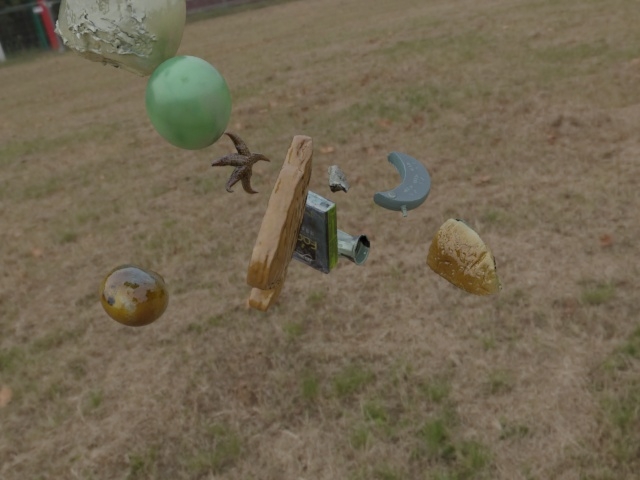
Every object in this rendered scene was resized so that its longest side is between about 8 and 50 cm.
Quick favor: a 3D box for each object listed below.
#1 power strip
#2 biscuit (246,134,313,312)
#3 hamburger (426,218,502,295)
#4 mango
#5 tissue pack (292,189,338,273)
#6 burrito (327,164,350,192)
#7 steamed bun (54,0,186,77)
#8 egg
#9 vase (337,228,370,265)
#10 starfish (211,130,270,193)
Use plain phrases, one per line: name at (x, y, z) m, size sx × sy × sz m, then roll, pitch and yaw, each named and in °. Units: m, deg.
power strip at (0.264, -0.172, 1.998) m, size 0.167 × 0.054 × 0.254 m, roll 17°, pitch 50°, yaw 3°
biscuit at (-0.071, -0.021, 1.220) m, size 0.057 × 0.312 × 0.352 m, roll 15°, pitch 48°, yaw 3°
hamburger at (0.393, 0.053, 1.704) m, size 0.135 × 0.155 × 0.208 m, roll -16°, pitch 45°, yaw -21°
mango at (-0.519, 0.141, 1.794) m, size 0.192 × 0.146 × 0.316 m, roll 28°, pitch 13°, yaw -7°
tissue pack at (-0.033, -0.034, 1.792) m, size 0.173 × 0.236 × 0.073 m, roll 26°, pitch 49°, yaw 27°
burrito at (0.044, -0.155, 1.618) m, size 0.051 × 0.042 × 0.171 m, roll 24°, pitch 22°, yaw -10°
steamed bun at (-0.529, -0.616, 1.662) m, size 0.333 × 0.312 × 0.233 m, roll 10°, pitch 1°, yaw 1°
egg at (-0.340, -0.353, 1.644) m, size 0.220 × 0.270 × 0.221 m, roll -2°, pitch 65°, yaw 3°
vase at (0.000, 0.000, 2.318) m, size 0.359 × 0.165 × 0.165 m, roll 13°, pitch 33°, yaw 31°
starfish at (-0.234, -0.240, 1.941) m, size 0.056 × 0.213 × 0.238 m, roll 10°, pitch 26°, yaw 42°
